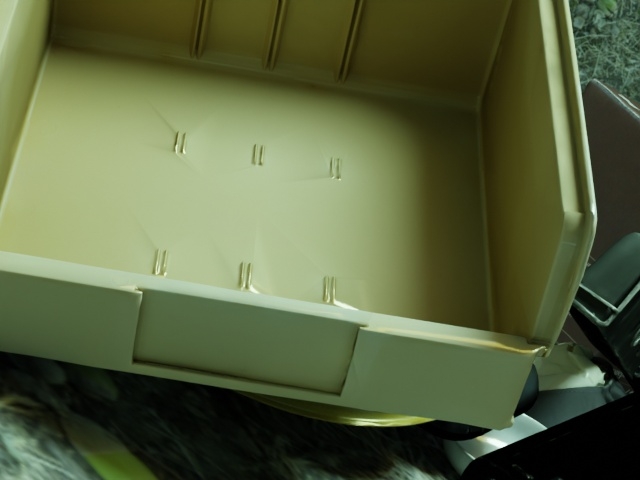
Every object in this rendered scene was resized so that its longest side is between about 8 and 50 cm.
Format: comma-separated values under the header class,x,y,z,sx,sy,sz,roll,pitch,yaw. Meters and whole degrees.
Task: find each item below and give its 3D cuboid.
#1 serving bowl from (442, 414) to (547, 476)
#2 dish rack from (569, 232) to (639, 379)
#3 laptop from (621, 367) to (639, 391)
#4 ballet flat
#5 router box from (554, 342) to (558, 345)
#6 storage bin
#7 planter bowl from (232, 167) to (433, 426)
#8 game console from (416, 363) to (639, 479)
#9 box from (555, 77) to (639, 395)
class,x,y,z,sx,sy,sz,roll,pitch,yaw
serving bowl,0.106,0.129,0.964,0.083,0.027,0.083,20,25,-10
dish rack,0.284,0.106,1.050,0.271,0.074,0.208,40,1,21
laptop,0.378,0.169,1.243,0.234,0.136,0.264,46,-2,42
ballet flat,0.164,0.103,1.105,0.074,0.074,0.203,41,12,17
router box,0.076,0.032,1.183,0.179,0.046,0.133,46,16,31
storage bin,-0.024,-0.056,0.765,0.262,0.123,0.260,10,40,-5
planter bowl,0.000,0.000,0.889,0.217,0.090,0.217,16,26,-8
game console,0.102,0.088,0.959,0.361,0.044,0.213,37,26,28
box,0.250,0.013,1.337,0.168,0.203,0.167,20,22,-48
